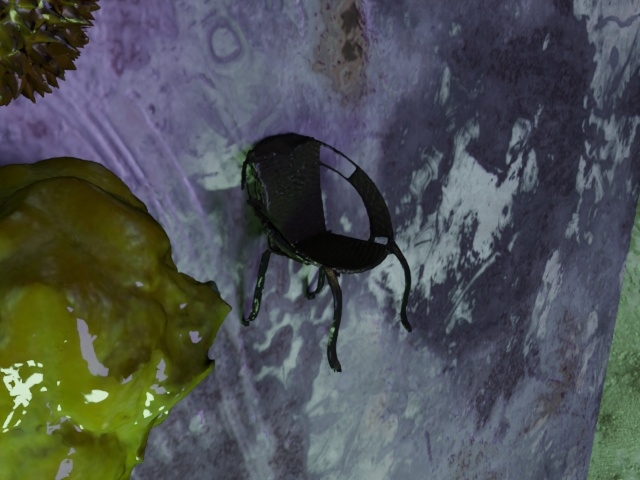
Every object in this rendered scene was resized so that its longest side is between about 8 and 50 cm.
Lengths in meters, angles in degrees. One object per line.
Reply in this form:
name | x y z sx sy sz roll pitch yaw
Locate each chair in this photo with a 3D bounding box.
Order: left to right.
chair | 0.000 0.000 0.784 0.174 0.149 0.213 -20 113 -44

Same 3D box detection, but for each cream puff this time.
cream puff | -0.157 0.077 0.521 0.185 0.282 0.282 0 103 -27

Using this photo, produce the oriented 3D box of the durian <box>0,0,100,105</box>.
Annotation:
durian | -0.214 -0.194 0.474 0.183 0.137 0.250 7 103 -59
